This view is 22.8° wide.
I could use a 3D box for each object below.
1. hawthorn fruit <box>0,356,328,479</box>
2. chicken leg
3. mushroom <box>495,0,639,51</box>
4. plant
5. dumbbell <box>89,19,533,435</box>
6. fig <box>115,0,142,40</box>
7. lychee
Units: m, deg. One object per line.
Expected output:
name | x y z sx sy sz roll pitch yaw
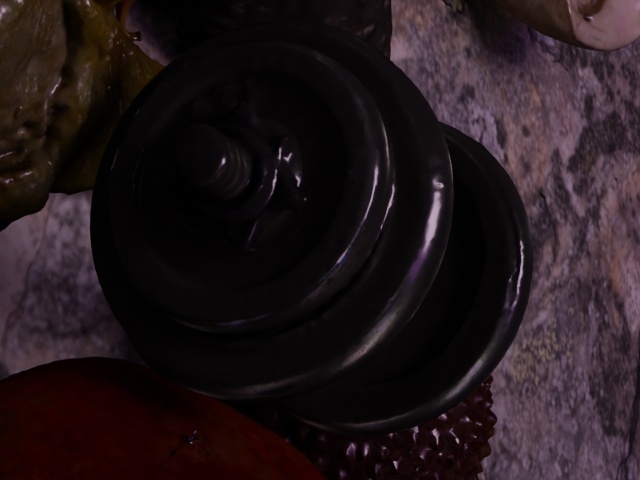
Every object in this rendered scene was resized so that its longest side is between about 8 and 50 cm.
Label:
hawthorn fruit | -0.074 0.175 0.785 0.224 0.261 0.224 -12 104 -61
chicken leg | -0.135 -0.106 0.859 0.361 0.140 0.211 2 104 -63
mushroom | 0.189 -0.287 1.268 0.195 0.189 0.254 -16 122 -39
plant | -0.020 -0.179 0.988 0.194 0.129 0.132 81 8 -47
dumbbell | 0.000 0.000 0.824 0.290 0.192 0.192 34 58 -62
fig | -0.114 -0.162 0.965 0.050 0.050 0.083 -21 124 -53
lychee | 0.025 0.114 1.010 0.188 0.188 0.188 10 78 -53
